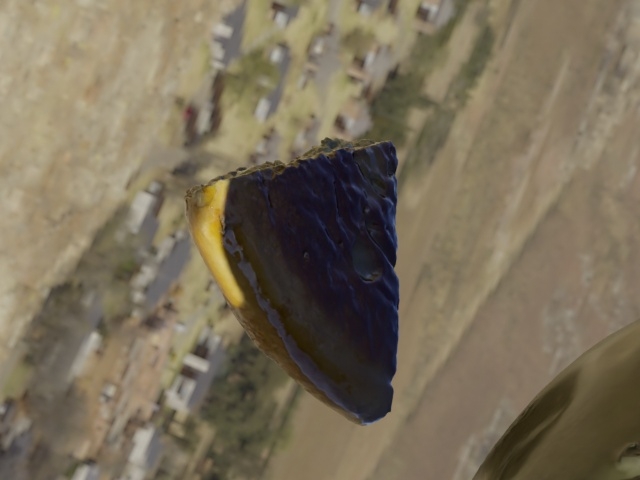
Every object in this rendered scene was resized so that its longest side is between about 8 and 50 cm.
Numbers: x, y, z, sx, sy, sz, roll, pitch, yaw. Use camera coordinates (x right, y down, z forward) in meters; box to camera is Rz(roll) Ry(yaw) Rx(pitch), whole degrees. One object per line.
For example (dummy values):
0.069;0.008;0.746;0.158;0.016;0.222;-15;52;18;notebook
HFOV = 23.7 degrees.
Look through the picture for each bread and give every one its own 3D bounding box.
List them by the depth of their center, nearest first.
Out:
0.000;0.024;0.719;0.154;0.054;0.136;-25;97;-53;bread

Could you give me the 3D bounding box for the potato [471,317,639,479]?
0.152;0.142;0.503;0.326;0.243;0.221;107;4;-66;potato
